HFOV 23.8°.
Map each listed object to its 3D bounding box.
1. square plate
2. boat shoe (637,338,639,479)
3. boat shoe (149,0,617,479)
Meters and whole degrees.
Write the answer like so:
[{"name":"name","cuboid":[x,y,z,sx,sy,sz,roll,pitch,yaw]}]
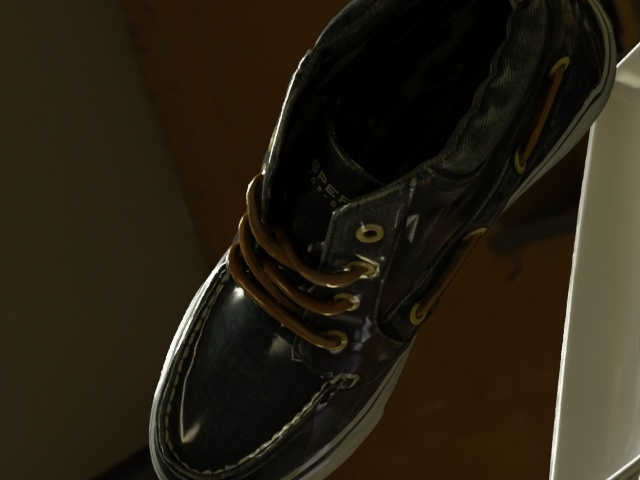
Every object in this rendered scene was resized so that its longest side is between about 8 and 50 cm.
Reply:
[{"name":"square plate","cuboid":[0.244,-0.062,0.742,0.049,0.347,0.344,31,-135,-14]},{"name":"boat shoe","cuboid":[0.133,0.030,0.433,0.070,0.078,0.219,22,-110,-26]},{"name":"boat shoe","cuboid":[0.000,0.000,0.394,0.065,0.183,0.083,41,-167,19]}]
